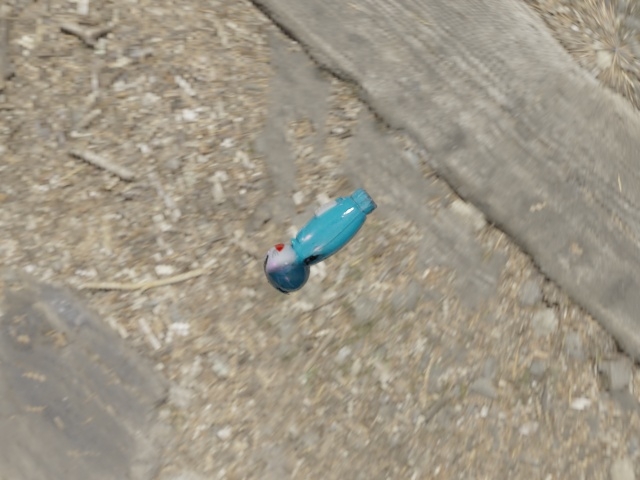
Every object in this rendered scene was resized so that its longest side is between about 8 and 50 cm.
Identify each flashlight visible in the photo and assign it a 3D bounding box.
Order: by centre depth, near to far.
[{"bbox_3d":[0.000,0.000,1.334,0.129,0.051,0.051,-39,88,6],"label":"flashlight"}]
